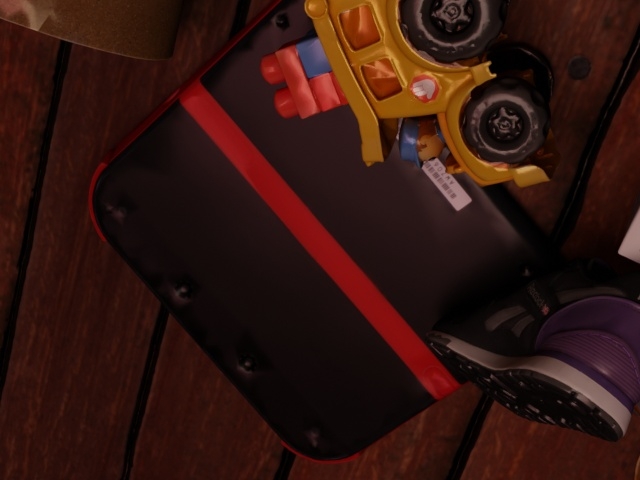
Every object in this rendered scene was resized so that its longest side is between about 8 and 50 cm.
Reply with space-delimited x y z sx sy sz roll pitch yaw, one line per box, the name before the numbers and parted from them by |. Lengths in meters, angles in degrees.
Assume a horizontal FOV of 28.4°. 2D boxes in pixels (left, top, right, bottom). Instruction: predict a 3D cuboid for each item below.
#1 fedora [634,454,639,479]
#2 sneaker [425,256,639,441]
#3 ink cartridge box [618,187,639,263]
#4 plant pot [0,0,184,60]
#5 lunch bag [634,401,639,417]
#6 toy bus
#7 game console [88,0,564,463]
fedora | 0.370 0.243 1.128 0.194 0.079 0.194 8 115 17
sneaker | 0.189 0.075 1.016 0.107 0.283 0.124 39 80 -17
ink cartridge box | 0.286 -0.044 0.962 0.067 0.198 0.115 25 119 8
plant pot | -0.189 -0.308 1.029 0.237 0.237 0.254 25 104 9
lunch bag | 0.436 0.176 0.914 0.239 0.328 0.385 -44 90 5
toy bus | 0.070 -0.131 1.018 0.211 0.149 0.220 -21 106 17
game console | 0.000 0.000 1.180 0.342 0.060 0.386 -38 97 24
